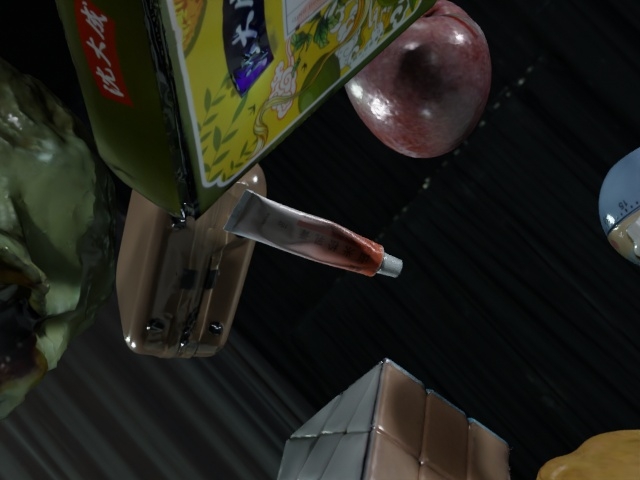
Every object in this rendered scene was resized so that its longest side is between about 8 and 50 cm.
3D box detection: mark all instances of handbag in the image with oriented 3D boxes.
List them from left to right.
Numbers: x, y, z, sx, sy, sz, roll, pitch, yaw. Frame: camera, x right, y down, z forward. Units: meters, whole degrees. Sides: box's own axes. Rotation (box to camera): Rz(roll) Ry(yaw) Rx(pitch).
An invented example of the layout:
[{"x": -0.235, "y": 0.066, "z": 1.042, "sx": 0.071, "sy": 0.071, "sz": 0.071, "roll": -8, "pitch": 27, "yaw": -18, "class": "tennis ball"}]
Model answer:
[{"x": -0.193, "y": -0.018, "z": 1.257, "sx": 0.149, "sy": 0.283, "sz": 0.302, "roll": 3, "pitch": -62, "yaw": -24, "class": "handbag"}]

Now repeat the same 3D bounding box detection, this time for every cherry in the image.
[{"x": 0.136, "y": -0.253, "z": 1.323, "sx": 0.212, "sy": 0.236, "sz": 0.285, "roll": -7, "pitch": -47, "yaw": -4, "class": "cherry"}]

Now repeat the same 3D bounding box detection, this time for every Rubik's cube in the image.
[{"x": 0.087, "y": 0.334, "z": 1.158, "sx": 0.231, "sy": 0.224, "sz": 0.221, "roll": -45, "pitch": 16, "yaw": 33, "class": "Rubik's cube"}]

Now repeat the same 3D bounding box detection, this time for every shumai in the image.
[{"x": -0.363, "y": 0.040, "z": 0.794, "sx": 0.395, "sy": 0.395, "sz": 0.348, "roll": -46, "pitch": 34, "yaw": 26, "class": "shumai"}]

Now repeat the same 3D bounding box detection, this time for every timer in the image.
[{"x": 0.413, "y": 0.001, "z": 1.037, "sx": 0.175, "sy": 0.255, "sz": 0.175, "roll": -4, "pitch": -30, "yaw": -2, "class": "timer"}]

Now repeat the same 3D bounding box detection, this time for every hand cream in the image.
[{"x": 0.000, "y": -0.002, "z": 1.026, "sx": 0.038, "sy": 0.216, "sz": 0.052, "roll": 27, "pitch": 97, "yaw": 67, "class": "hand cream"}]

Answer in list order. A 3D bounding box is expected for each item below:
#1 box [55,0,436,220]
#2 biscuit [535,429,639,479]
[{"x": -0.037, "y": -0.276, "z": 0.794, "sx": 0.420, "sy": 0.138, "sz": 0.373, "roll": -45, "pitch": -23, "yaw": -26, "class": "box"}, {"x": 0.359, "y": 0.291, "z": 0.780, "sx": 0.351, "sy": 0.312, "sz": 0.057, "roll": -98, "pitch": 13, "yaw": -59, "class": "biscuit"}]
